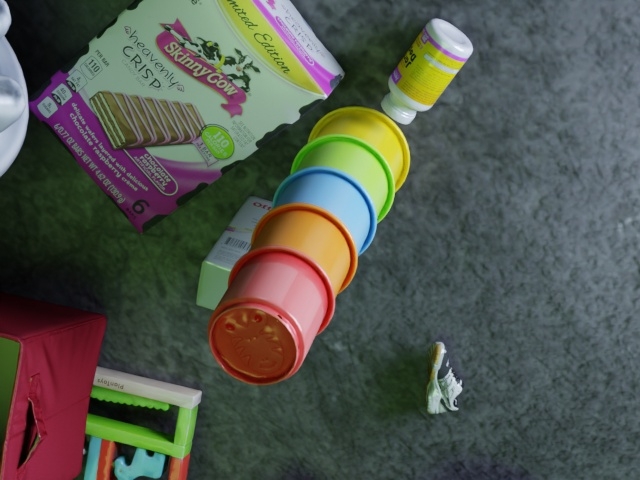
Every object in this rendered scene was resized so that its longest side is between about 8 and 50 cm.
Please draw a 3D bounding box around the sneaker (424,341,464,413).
[{"bbox_3d":[0.122,0.132,0.914,0.036,0.032,0.083,0,123,0],"label":"sneaker"}]

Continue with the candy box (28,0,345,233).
[{"bbox_3d":[-0.119,-0.131,0.812,0.233,0.071,0.159,-34,104,28],"label":"candy box"}]

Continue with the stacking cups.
[{"bbox_3d":[0.000,0.000,0.707,0.095,0.316,0.096,6,121,11],"label":"stacking cups"}]

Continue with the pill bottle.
[{"bbox_3d":[0.084,-0.136,0.767,0.043,0.043,0.083,34,121,-4],"label":"pill bottle"}]

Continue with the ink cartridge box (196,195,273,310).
[{"bbox_3d":[-0.047,0.019,0.844,0.088,0.122,0.052,18,125,6],"label":"ink cartridge box"}]

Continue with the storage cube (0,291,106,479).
[{"bbox_3d":[-0.344,0.154,0.927,0.214,0.193,0.184,11,94,9],"label":"storage cube"}]

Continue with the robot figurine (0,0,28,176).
[{"bbox_3d":[-0.391,-0.100,0.809,0.353,0.199,0.300,-22,74,42],"label":"robot figurine"}]

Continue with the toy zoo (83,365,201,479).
[{"bbox_3d":[-0.247,0.287,1.033,0.192,0.030,0.293,11,96,10],"label":"toy zoo"}]
